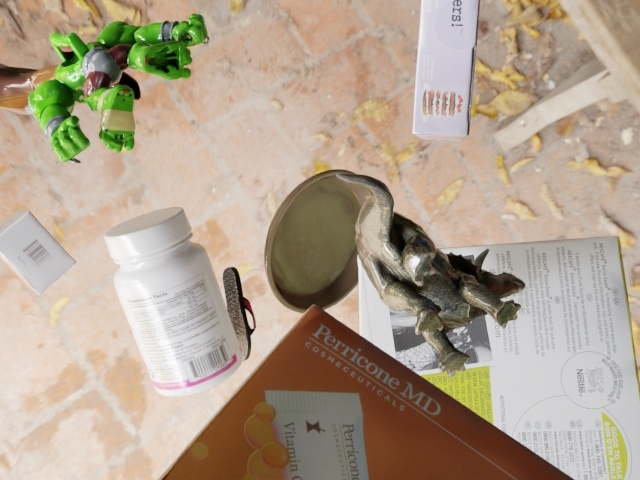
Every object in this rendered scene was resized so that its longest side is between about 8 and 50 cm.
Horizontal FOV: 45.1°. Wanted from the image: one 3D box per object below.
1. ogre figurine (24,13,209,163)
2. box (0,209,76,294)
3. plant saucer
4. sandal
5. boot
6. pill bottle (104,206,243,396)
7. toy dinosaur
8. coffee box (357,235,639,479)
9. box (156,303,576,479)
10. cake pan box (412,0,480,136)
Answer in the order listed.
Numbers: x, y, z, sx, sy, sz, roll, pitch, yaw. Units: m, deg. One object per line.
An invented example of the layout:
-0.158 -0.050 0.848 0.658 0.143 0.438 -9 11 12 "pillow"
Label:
-0.209 -0.162 0.761 0.118 0.097 0.197 23 82 35 "ogre figurine"
-0.553 0.019 1.460 0.091 0.170 0.130 -45 111 -19 "box"
0.000 0.000 1.423 0.278 0.041 0.278 -20 120 -38 "plant saucer"
-0.147 0.136 1.454 0.040 0.067 0.179 -2 78 -38 "sandal"
-0.491 -0.265 1.298 0.280 0.264 0.096 2 79 31 "boot"
-0.244 0.098 1.274 0.160 0.160 0.283 -20 105 -11 "pill bottle"
0.096 0.034 0.782 0.313 0.160 0.121 30 99 -32 "toy dinosaur"
0.244 0.215 1.063 0.334 0.337 0.338 -5 70 11 "coffee box"
-0.026 0.236 0.414 0.215 0.168 0.345 33 44 10 "box"
0.155 -0.252 0.917 0.070 0.246 0.267 4 99 7 "cake pan box"
